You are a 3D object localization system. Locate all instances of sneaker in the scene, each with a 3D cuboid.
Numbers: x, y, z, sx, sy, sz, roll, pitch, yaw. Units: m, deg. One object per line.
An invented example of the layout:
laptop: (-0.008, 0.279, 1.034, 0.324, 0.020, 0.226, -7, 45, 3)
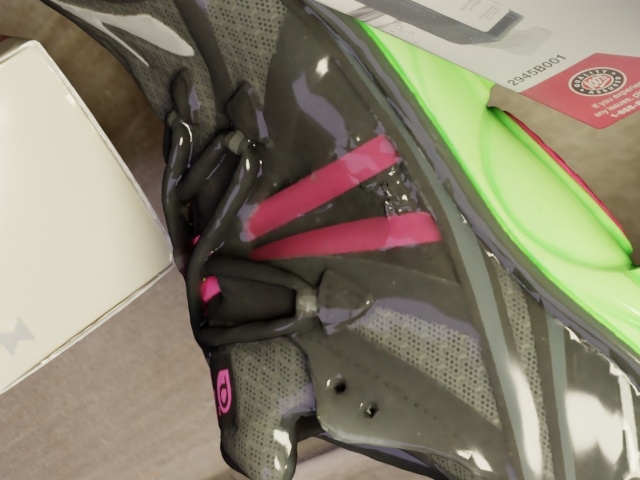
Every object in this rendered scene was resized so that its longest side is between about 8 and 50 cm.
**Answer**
sneaker: (0.000, 0.000, 0.676, 0.483, 0.202, 0.185, 47, 179, 14)

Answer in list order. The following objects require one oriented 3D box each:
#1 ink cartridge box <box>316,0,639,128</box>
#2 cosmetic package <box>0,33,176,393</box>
ink cartridge box: (0.074, -0.139, 0.537, 0.218, 0.092, 0.158, 22, 152, -25)
cosmetic package: (-0.211, -0.034, 0.877, 0.153, 0.129, 0.296, 59, 166, -22)
